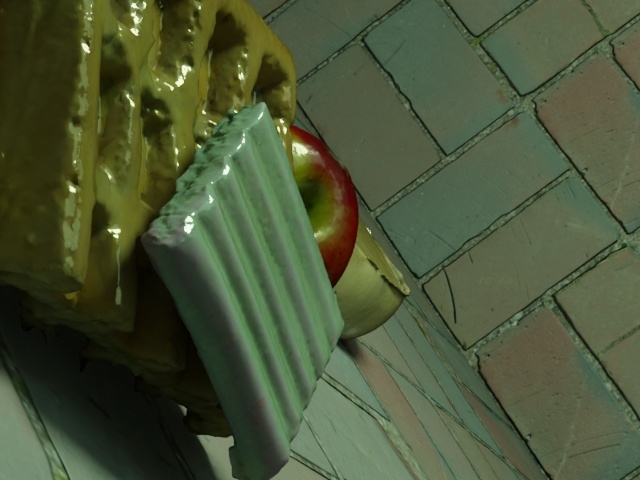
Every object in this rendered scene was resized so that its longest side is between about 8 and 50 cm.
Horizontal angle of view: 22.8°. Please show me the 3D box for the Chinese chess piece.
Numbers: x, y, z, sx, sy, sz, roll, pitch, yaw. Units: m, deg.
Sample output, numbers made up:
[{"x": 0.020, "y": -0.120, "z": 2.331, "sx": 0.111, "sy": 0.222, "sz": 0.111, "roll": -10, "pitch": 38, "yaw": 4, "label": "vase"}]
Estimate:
[{"x": 0.000, "y": 0.000, "z": 1.941, "sx": 0.257, "sy": 0.104, "sz": 0.257, "roll": 52, "pitch": 7, "yaw": -9, "label": "Chinese chess piece"}]

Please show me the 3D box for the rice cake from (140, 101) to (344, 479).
[{"x": -0.041, "y": 0.032, "z": 0.988, "sx": 0.189, "sy": 0.037, "sz": 0.198, "roll": -63, "pitch": 143, "yaw": -55, "label": "rice cake"}]

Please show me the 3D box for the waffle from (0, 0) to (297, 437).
[{"x": -0.105, "y": -0.059, "z": 1.002, "sx": 0.348, "sy": 0.078, "sz": 0.304, "roll": 45, "pitch": 45, "yaw": -61, "label": "waffle"}]

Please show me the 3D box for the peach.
[{"x": -0.077, "y": -0.007, "z": 1.364, "sx": 0.190, "sy": 0.226, "sz": 0.196, "roll": 7, "pitch": 76, "yaw": -36, "label": "peach"}]
